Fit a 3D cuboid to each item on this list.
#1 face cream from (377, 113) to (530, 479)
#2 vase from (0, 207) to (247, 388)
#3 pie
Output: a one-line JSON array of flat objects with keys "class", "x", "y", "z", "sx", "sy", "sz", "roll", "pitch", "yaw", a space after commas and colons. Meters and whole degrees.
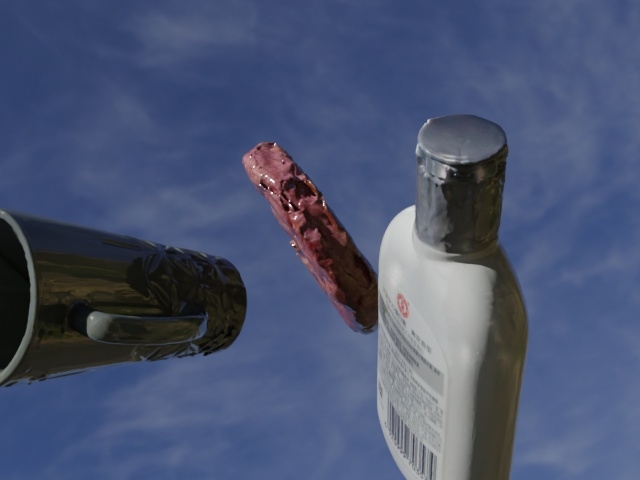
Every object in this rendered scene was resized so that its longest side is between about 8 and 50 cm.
[{"class": "face cream", "x": 0.084, "y": 0.051, "z": 0.762, "sx": 0.071, "sy": 0.144, "sz": 0.291, "roll": -18, "pitch": -50, "yaw": -19}, {"class": "vase", "x": -0.196, "y": 0.058, "z": 1.062, "sx": 0.301, "sy": 0.251, "sz": 0.156, "roll": 6, "pitch": -85, "yaw": -51}, {"class": "pie", "x": 0.000, "y": 0.000, "z": 1.173, "sx": 0.054, "sy": 0.204, "sz": 0.218, "roll": -35, "pitch": -43, "yaw": -3}]
